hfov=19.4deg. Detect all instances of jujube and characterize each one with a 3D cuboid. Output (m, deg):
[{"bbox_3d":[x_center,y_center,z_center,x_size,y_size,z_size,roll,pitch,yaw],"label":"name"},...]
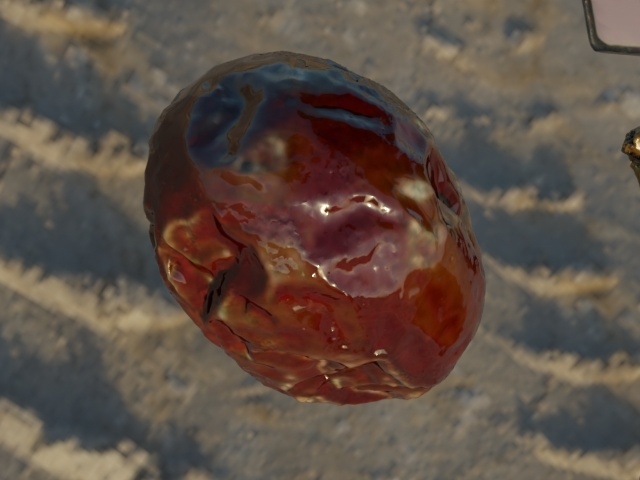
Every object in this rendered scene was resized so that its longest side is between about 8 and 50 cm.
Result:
[{"bbox_3d":[0.001,-0.001,1.709,0.377,0.276,0.276,53,20,-54],"label":"jujube"}]

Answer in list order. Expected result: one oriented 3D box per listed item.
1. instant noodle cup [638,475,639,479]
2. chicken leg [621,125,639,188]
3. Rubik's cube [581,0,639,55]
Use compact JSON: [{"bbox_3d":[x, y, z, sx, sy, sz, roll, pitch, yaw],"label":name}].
[{"bbox_3d":[0.421,0.238,1.828,0.182,0.230,0.230,29,43,5],"label":"instant noodle cup"},{"bbox_3d":[0.387,-0.035,2.016,0.207,0.101,0.085,62,7,-17],"label":"chicken leg"},{"bbox_3d":[0.406,-0.350,1.461,0.359,0.362,0.363,13,41,40],"label":"Rubik's cube"}]
